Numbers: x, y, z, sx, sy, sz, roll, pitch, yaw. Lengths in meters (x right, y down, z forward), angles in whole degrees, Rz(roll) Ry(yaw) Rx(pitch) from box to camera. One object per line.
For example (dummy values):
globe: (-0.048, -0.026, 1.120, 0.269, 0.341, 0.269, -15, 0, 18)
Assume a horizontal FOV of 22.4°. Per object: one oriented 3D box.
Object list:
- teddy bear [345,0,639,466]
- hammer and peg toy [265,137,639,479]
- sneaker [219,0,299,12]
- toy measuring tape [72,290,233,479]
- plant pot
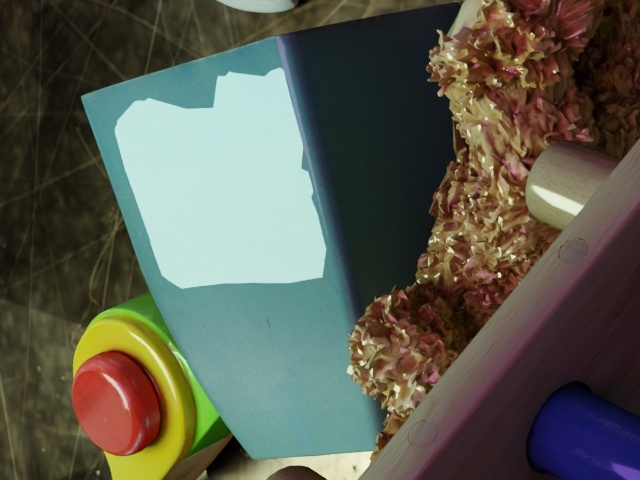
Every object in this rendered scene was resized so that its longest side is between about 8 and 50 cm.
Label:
teddy bear: (0.113, 0.004, 0.795, 0.113, 0.245, 0.338, 23, 107, 26)
hammer and peg toy: (0.146, 0.068, 0.698, 0.127, 0.266, 0.361, 28, 71, 42)
sneaker: (-0.126, -0.211, 1.052, 0.275, 0.110, 0.107, 13, 104, 39)
toy measuring tape: (-0.134, 0.127, 1.106, 0.121, 0.121, 0.330, 57, 135, 20)
plant pot: (0.000, 0.000, 0.945, 0.165, 0.166, 0.234, -10, 96, 40)
